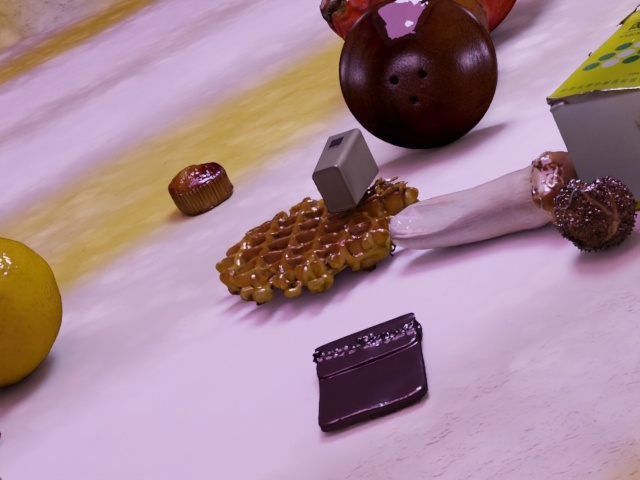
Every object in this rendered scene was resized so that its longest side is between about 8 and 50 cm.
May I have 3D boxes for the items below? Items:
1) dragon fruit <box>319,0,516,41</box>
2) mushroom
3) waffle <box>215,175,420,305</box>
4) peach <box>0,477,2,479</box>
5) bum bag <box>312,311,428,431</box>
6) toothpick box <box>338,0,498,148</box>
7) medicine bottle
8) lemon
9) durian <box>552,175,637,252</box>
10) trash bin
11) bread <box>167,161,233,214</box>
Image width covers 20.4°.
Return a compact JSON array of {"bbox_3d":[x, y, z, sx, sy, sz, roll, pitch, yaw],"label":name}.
[{"bbox_3d":[0.156,-0.366,2.475,0.250,0.250,0.315,4,48,53],"label":"dragon fruit"},{"bbox_3d":[0.172,-0.030,1.828,0.209,0.071,0.084,-17,50,26],"label":"mushroom"},{"bbox_3d":[0.000,0.000,1.964,0.231,0.051,0.228,-33,22,-24],"label":"waffle"},{"bbox_3d":[-0.359,0.268,1.615,0.179,0.103,0.179,-20,23,9],"label":"peach"},{"bbox_3d":[0.045,0.120,1.645,0.109,0.026,0.159,-21,20,7],"label":"bum bag"},{"bbox_3d":[0.128,-0.228,2.217,0.192,0.192,0.294,-19,15,13],"label":"toothpick box"},{"bbox_3d":[0.358,-0.146,1.806,0.137,0.141,0.250,-11,23,41],"label":"medicine bottle"},{"bbox_3d":[-0.380,0.079,2.011,0.178,0.178,0.203,-19,19,14],"label":"lemon"},{"bbox_3d":[0.262,-0.029,1.704,0.080,0.080,0.091,-20,26,10],"label":"durian"},{"bbox_3d":[0.027,-0.075,1.966,0.043,0.061,0.092,-17,22,22],"label":"trash bin"},{"bbox_3d":[-0.159,-0.073,2.326,0.085,0.053,0.085,-21,20,8],"label":"bread"}]
